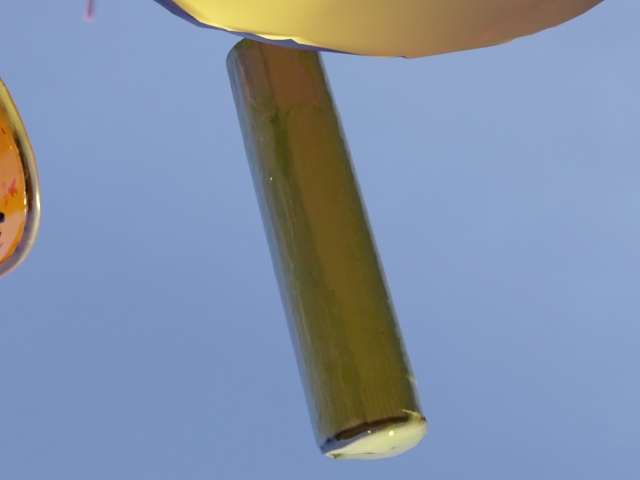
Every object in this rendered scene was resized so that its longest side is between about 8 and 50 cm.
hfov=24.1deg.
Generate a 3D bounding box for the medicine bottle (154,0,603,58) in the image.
[{"bbox_3d":[-0.049,-0.218,0.414,0.242,0.242,0.395,-10,-147,-26],"label":"medicine bottle"}]

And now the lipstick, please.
[{"bbox_3d":[0.000,0.000,1.002,0.076,0.076,0.304,-5,-117,-22],"label":"lipstick"}]

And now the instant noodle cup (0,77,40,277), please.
[{"bbox_3d":[-0.286,-0.023,0.805,0.216,0.215,0.172,30,-135,14],"label":"instant noodle cup"}]
